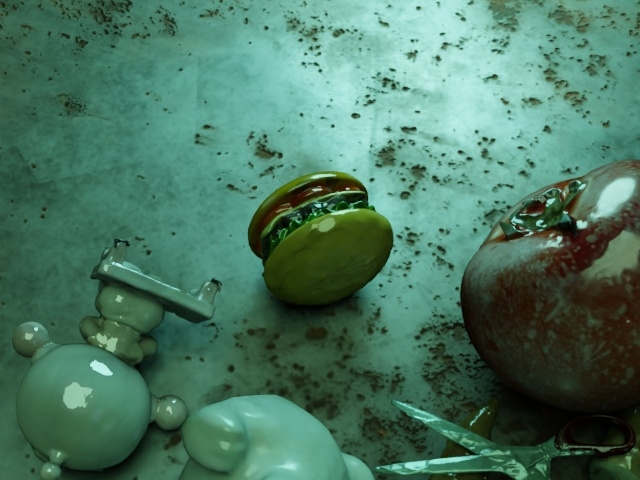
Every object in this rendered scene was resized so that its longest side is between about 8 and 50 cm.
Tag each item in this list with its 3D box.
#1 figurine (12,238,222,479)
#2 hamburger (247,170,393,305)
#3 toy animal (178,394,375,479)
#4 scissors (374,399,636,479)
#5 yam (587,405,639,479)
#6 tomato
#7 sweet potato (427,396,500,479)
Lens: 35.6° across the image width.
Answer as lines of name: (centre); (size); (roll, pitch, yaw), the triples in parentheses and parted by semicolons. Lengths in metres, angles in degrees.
figurine: (-0.218, 0.137, 1.038); (0.145, 0.182, 0.256); (-6, 56, 47)
hamburger: (0.000, 0.000, 1.103); (0.162, 0.162, 0.115); (-19, 57, -11)
toy animal: (0.015, 0.302, 0.862); (0.241, 0.196, 0.367); (6, 28, -40)
scissors: (0.183, 0.218, 0.989); (0.248, 0.017, 0.144); (10, 54, 11)
yam: (0.381, 0.145, 1.070); (0.066, 0.066, 0.299); (35, 67, 18)
tomato: (0.280, 0.054, 1.013); (0.270, 0.270, 0.227); (-38, 101, -20)
sweet potato: (0.141, 0.249, 1.013); (0.068, 0.060, 0.205); (35, 64, -22)
